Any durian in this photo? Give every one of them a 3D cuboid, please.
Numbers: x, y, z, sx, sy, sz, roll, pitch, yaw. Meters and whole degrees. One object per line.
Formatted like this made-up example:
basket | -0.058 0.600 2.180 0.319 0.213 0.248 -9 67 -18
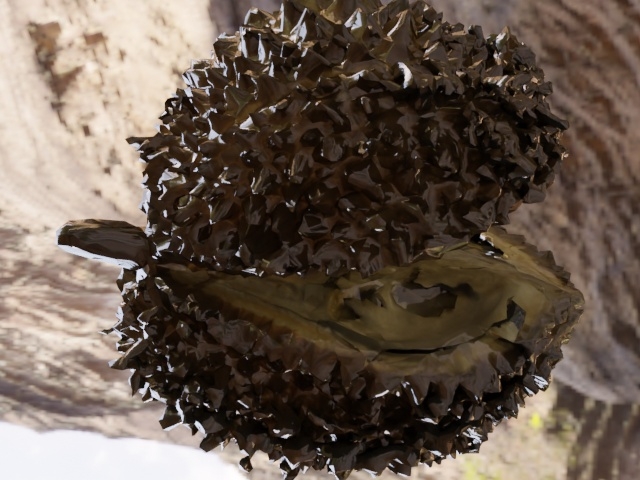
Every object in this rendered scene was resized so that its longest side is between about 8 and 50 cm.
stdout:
durian | 0.000 0.000 0.492 0.196 0.167 0.196 -1 -81 -5
